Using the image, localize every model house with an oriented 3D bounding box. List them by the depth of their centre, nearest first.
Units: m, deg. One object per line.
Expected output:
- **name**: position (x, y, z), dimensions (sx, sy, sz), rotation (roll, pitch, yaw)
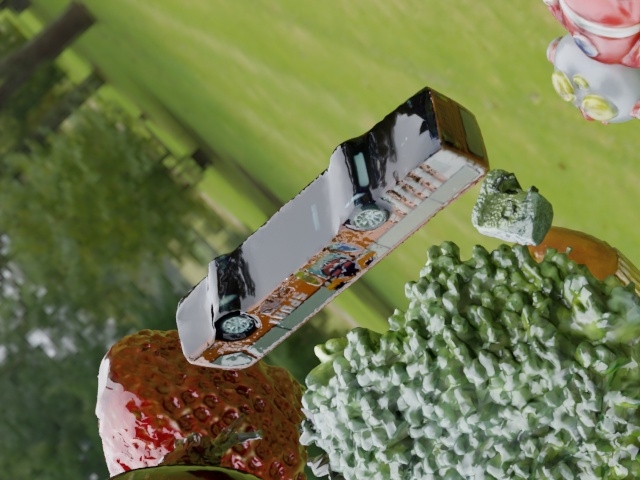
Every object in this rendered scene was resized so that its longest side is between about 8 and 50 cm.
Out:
- **model house**: position (0.236, -0.039, 1.764), dimensions (0.083, 0.079, 0.066), rotation (13, 163, 41)

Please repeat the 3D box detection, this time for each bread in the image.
- **bread**: position (0.314, 0.056, 1.846), dimensions (0.114, 0.132, 0.190), rotation (36, 170, -33)

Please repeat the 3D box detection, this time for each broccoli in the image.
- **broccoli**: position (0.164, 0.154, 1.201), dimensions (0.272, 0.334, 0.324), rotation (-16, -102, -57)

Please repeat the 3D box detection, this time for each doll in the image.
- **doll**: position (0.255, -0.177, 1.332), dimensions (0.142, 0.076, 0.245), rotation (39, 161, 26)

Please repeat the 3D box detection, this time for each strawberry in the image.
- **strawberry**: position (-0.171, 0.261, 1.926), dimensions (0.309, 0.292, 0.292), rotation (16, -178, -18)

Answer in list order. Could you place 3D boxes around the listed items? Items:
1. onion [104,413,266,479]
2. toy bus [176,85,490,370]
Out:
- **onion**: position (-0.143, 0.296, 1.518), dimensions (0.273, 0.273, 0.285), rotation (57, -149, -58)
- **toy bus**: position (0.000, 0.000, 1.489), dimensions (0.092, 0.409, 0.093), rotation (21, -136, -36)
